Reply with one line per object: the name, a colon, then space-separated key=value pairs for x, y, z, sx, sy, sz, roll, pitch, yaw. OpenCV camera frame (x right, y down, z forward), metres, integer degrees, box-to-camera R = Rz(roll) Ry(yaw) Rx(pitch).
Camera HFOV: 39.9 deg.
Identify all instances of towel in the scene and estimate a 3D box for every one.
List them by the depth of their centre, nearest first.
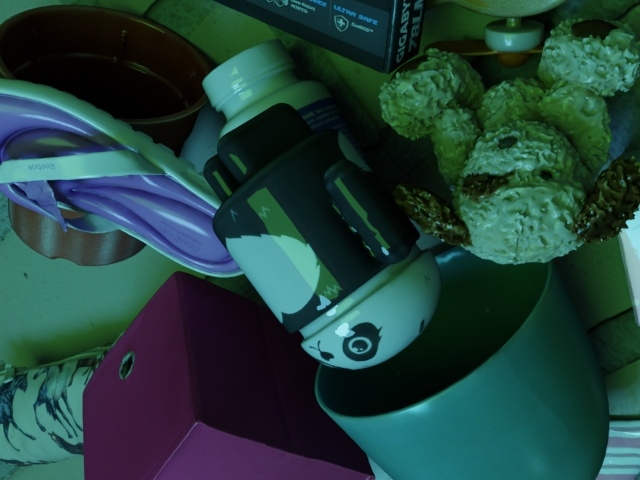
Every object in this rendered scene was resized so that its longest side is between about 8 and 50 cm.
towel: x=0.368 y=0.306 z=1.053 sx=0.144 sy=0.029 sz=0.197 roll=-12 pitch=101 yaw=32

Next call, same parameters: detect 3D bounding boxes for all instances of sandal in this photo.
sandal: x=-0.255 y=-0.058 z=0.987 sx=0.416 sy=0.102 sz=0.169 roll=22 pitch=134 yaw=-9

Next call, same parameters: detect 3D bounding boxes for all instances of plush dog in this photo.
plush dog: x=0.194 y=-0.069 z=0.865 sx=0.262 sy=0.225 sz=0.211 roll=-7 pitch=133 yaw=21

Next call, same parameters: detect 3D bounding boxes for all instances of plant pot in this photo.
plant pot: x=0.178 y=0.175 z=0.974 sx=0.293 sy=0.293 sz=0.235 roll=-23 pitch=111 yaw=34
plant pot: x=-0.302 y=-0.127 z=1.169 sx=0.272 sy=0.272 sz=0.265 roll=34 pitch=129 yaw=16

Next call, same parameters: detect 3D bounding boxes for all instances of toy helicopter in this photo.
toy helicopter: x=0.146 y=-0.272 z=0.941 sx=0.355 sy=0.140 sz=0.235 roll=-16 pitch=108 yaw=45

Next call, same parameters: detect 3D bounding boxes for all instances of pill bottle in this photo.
pill bottle: x=-0.029 y=-0.098 z=1.069 sx=0.152 sy=0.152 sz=0.272 roll=-28 pitch=91 yaw=35

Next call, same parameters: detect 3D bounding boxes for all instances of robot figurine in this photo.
robot figurine: x=-0.001 y=0.001 z=0.903 sx=0.173 sy=0.209 sz=0.278 roll=-37 pitch=88 yaw=10

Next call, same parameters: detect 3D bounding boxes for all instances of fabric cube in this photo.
fabric cube: x=-0.130 y=0.244 z=1.105 sx=0.259 sy=0.258 sz=0.254 roll=26 pitch=116 yaw=-30

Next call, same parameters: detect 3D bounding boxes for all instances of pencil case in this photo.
pencil case: x=-0.375 y=0.246 z=1.394 sx=0.410 sy=0.160 sz=0.183 roll=-20 pitch=109 yaw=35

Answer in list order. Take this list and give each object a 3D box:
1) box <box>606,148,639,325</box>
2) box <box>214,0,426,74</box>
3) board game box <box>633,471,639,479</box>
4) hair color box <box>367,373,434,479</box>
box: x=0.378 y=-0.011 z=0.895 sx=0.130 sy=0.091 sz=0.171 roll=-9 pitch=102 yaw=33
box: x=-0.017 y=-0.355 z=0.889 sx=0.295 sy=0.073 sz=0.293 roll=30 pitch=138 yaw=25
board game box: x=0.395 y=0.420 z=1.030 sx=0.193 sy=0.053 sz=0.305 roll=28 pitch=127 yaw=13
hair color box: x=0.098 y=0.243 z=1.152 sx=0.093 sy=0.053 sz=0.167 roll=-4 pitch=110 yaw=-7
